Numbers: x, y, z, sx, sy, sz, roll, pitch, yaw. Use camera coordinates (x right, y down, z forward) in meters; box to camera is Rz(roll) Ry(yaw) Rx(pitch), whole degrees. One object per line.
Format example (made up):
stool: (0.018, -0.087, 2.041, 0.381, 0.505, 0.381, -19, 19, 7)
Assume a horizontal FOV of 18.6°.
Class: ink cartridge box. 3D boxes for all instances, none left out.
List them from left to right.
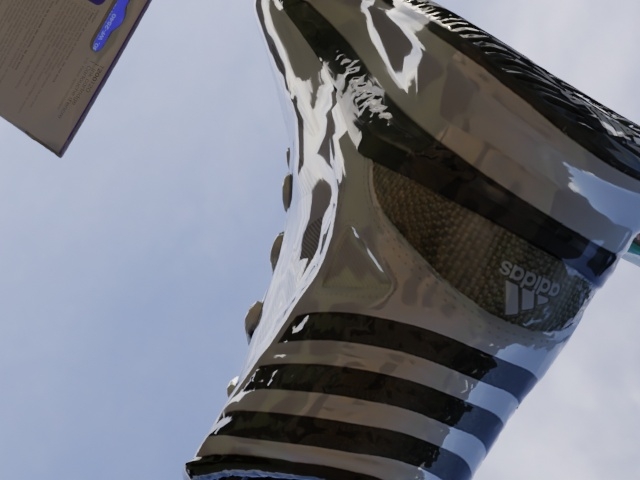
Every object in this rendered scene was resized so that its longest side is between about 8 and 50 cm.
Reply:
ink cartridge box: (-0.178, -0.176, 1.379, 0.208, 0.045, 0.206, 33, -87, 42)

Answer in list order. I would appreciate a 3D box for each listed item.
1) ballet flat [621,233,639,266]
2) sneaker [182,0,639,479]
ballet flat: (0.159, -0.034, 1.185, 0.241, 0.091, 0.077, 21, -92, 17)
sneaker: (-0.001, 0.000, 0.956, 0.257, 0.169, 0.447, -58, -164, 8)
